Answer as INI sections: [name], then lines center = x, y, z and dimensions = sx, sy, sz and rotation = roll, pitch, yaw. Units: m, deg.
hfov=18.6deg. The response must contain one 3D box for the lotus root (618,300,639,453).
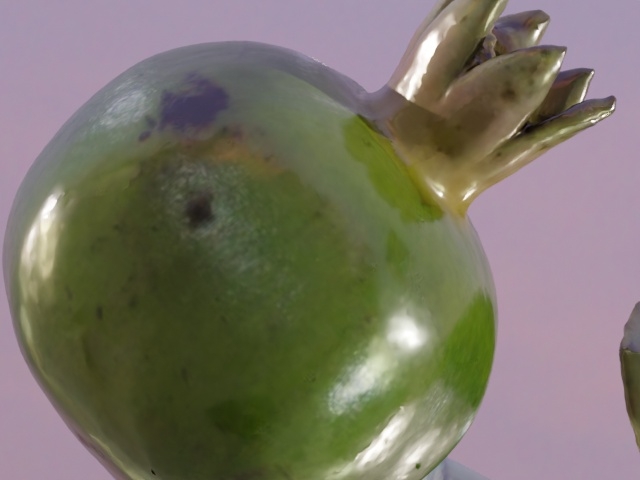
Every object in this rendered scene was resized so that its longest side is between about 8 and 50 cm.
[lotus root]
center = 0.260, 0.090, 0.900
dimensions = 0.235, 0.138, 0.119
rotation = 26, -36, 34

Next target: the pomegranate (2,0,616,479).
[pomegranate]
center = -0.001, -0.002, 0.696
dimensions = 0.225, 0.187, 0.187
rotation = -39, -67, 13

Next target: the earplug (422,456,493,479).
[earplug]
center = 0.205, 0.271, 1.289
dimensions = 0.324, 0.185, 0.185
rotation = 16, -38, -2
